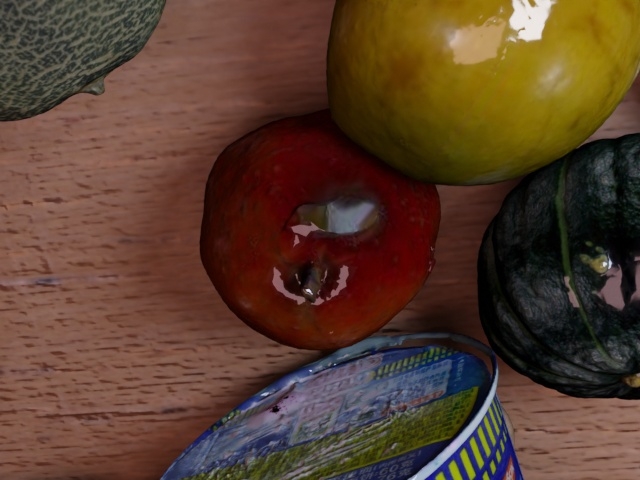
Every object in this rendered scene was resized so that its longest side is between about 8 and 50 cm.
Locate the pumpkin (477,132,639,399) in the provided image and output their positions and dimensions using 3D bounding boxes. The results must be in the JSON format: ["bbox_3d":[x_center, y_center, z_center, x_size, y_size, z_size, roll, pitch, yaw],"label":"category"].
[{"bbox_3d":[0.220,0.025,0.753,0.220,0.162,0.220,4,154,2],"label":"pumpkin"}]

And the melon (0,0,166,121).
[{"bbox_3d":[-0.239,-0.232,0.692,0.248,0.248,0.329,-31,98,18],"label":"melon"}]

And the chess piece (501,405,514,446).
[{"bbox_3d":[0.122,0.167,0.911,0.083,0.038,0.084,4,112,9],"label":"chess piece"}]

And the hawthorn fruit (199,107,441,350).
[{"bbox_3d":[0.000,0.000,0.773,0.185,0.202,0.185,0,107,1],"label":"hawthorn fruit"}]

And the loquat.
[{"bbox_3d":[0.115,-0.152,0.682,0.213,0.213,0.246,32,124,-5],"label":"loquat"}]

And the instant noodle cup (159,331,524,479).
[{"bbox_3d":[0.061,0.269,0.790,0.284,0.284,0.312,-22,105,16],"label":"instant noodle cup"}]
